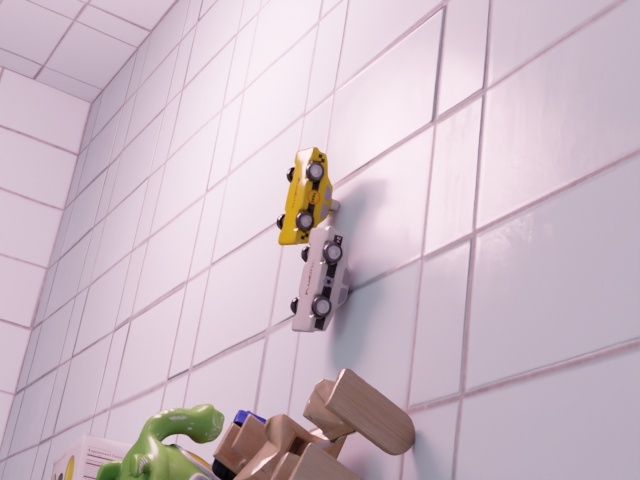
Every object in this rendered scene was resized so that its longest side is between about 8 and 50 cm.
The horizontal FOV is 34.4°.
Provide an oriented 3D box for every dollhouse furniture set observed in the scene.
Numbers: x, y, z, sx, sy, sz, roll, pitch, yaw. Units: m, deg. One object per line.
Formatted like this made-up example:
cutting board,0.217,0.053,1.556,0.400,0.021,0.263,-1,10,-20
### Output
dollhouse furniture set,-0.033,0.446,1.508,0.362,0.256,0.394,-34,21,50

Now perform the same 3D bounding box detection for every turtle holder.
turtle holder,-0.280,0.474,1.884,0.243,0.228,0.320,-50,30,37

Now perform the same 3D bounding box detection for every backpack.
backpack,-0.128,0.370,1.820,0.120,0.098,0.101,-63,-3,12

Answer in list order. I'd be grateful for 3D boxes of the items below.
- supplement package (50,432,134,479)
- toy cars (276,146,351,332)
supplement package,-0.468,0.585,2.206,0.199,0.198,0.262,-41,37,46
toy cars,0.000,0.000,1.862,0.176,0.087,0.393,-56,31,37
